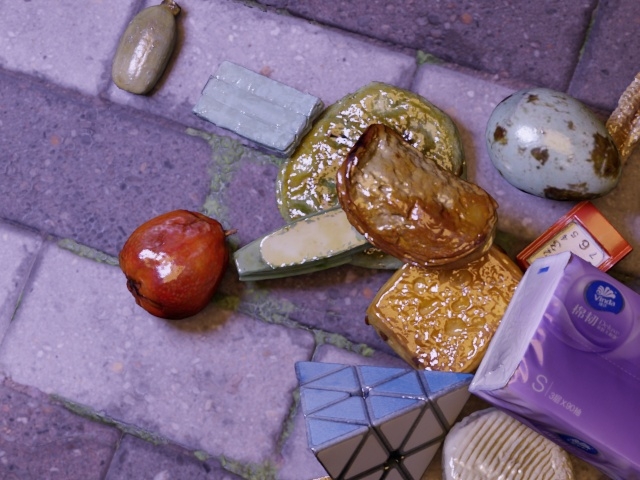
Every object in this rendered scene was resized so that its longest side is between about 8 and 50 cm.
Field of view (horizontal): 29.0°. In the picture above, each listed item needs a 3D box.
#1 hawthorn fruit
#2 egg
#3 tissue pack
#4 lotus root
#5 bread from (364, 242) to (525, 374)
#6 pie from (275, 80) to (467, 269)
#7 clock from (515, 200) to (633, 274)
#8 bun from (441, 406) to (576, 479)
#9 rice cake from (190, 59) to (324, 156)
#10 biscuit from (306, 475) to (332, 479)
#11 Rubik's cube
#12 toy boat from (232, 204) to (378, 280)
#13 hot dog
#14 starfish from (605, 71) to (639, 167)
[{"bbox_3d":[-0.233,0.038,1.989,0.173,0.173,0.179,23,55,10],"label":"hawthorn fruit"},{"bbox_3d":[0.368,-0.146,1.947,0.231,0.169,0.169,31,82,25],"label":"egg"},{"bbox_3d":[0.427,0.201,1.822,0.338,0.160,0.242,31,74,-9],"label":"tissue pack"},{"bbox_3d":[-0.294,-0.336,2.104,0.090,0.077,0.183,25,83,10],"label":"lotus root"},{"bbox_3d":[0.213,0.104,1.955,0.210,0.099,0.235,43,91,14],"label":"bread"},{"bbox_3d":[0.092,-0.099,2.021,0.323,0.070,0.323,-1,81,6],"label":"pie"},{"bbox_3d":[0.400,0.025,1.971,0.155,0.061,0.113,-40,77,0],"label":"clock"},{"bbox_3d":[0.279,0.361,1.871,0.220,0.134,0.220,8,55,-11],"label":"bun"},{"bbox_3d":[-0.109,-0.224,2.062,0.211,0.038,0.124,31,84,26],"label":"rice cake"},{"bbox_3d":[-0.039,0.471,1.929,0.212,0.041,0.239,30,82,17],"label":"biscuit"},{"bbox_3d":[0.069,0.291,1.875,0.228,0.233,0.228,25,58,-12],"label":"Rubik's cube"},{"bbox_3d":[0.000,0.000,1.960,0.293,0.055,0.093,-17,83,4],"label":"toy boat"},{"bbox_3d":[0.145,-0.056,1.892,0.259,0.114,0.175,36,56,1],"label":"hot dog"},{"bbox_3d":[0.646,-0.249,1.990,0.324,0.082,0.432,22,83,11],"label":"starfish"}]
